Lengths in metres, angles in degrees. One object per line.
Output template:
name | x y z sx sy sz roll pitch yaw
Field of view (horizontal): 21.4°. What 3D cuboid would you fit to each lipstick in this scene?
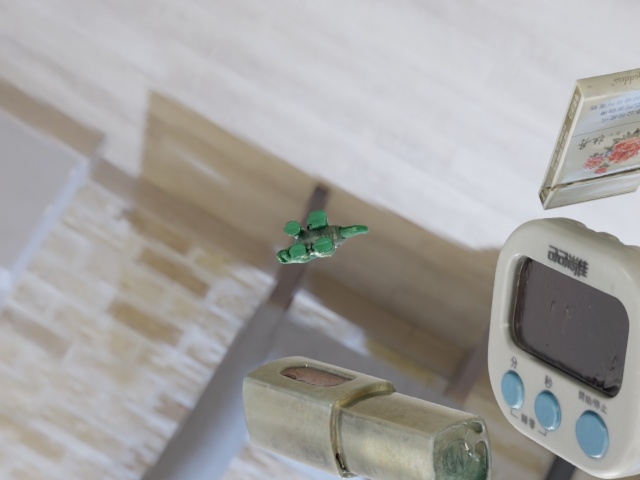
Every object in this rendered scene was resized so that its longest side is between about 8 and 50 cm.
lipstick | 0.035 0.158 1.416 0.253 0.079 0.077 12 113 54

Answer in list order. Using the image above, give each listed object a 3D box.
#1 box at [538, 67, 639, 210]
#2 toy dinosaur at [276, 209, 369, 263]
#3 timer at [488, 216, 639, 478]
box | 0.293 -0.103 1.729 0.109 0.029 0.198 -11 148 -13
toy dinosaur | 0.000 0.000 2.262 0.132 0.059 0.096 -15 166 7
timer | 0.275 0.107 1.741 0.087 0.237 0.262 -4 -162 -30
